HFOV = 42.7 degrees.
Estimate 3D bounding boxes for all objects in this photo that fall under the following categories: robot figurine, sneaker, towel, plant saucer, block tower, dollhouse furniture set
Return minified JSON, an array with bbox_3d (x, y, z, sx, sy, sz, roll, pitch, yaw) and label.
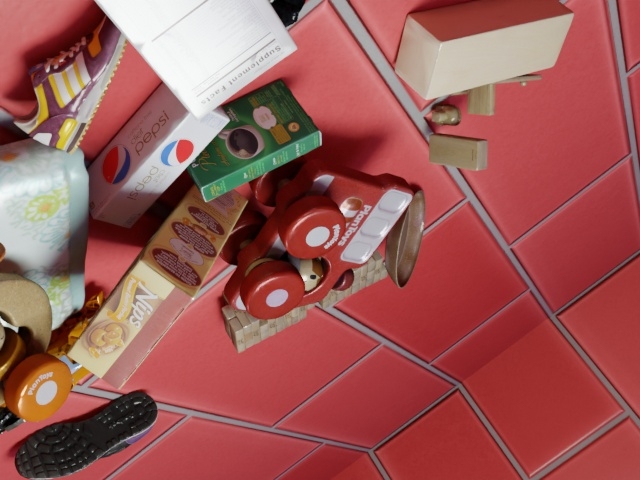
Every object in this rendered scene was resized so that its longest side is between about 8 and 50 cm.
[{"bbox_3d":[-0.442,0.199,1.267,0.291,0.211,0.085,-31,108,8],"label":"robot figurine"},{"bbox_3d":[-0.458,0.411,1.629,0.283,0.107,0.124,-19,154,-26],"label":"sneaker"},{"bbox_3d":[-0.454,0.044,1.033,0.321,0.090,0.374,-26,152,-33],"label":"towel"},{"bbox_3d":[-0.278,-0.191,0.918,0.084,0.069,0.185,24,101,-19],"label":"sneaker"},{"bbox_3d":[0.165,-0.005,1.617,0.198,0.036,0.198,12,90,-72],"label":"plant saucer"},{"bbox_3d":[-0.032,0.089,1.586,0.335,0.091,0.097,-26,151,-17],"label":"block tower"},{"bbox_3d":[0.280,-0.207,1.401,0.123,0.144,0.151,-13,109,-35],"label":"dollhouse furniture set"}]

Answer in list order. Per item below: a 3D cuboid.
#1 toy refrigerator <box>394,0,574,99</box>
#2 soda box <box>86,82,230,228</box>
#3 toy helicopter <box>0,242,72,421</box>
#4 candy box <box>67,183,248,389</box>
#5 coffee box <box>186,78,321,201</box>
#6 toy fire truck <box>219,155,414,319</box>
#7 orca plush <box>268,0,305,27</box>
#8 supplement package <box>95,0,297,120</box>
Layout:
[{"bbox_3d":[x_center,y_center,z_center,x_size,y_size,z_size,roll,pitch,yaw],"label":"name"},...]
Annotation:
[{"bbox_3d":[0.253,-0.311,1.270,0.270,0.094,0.102,-19,142,-27],"label":"toy refrigerator"},{"bbox_3d":[-0.224,-0.117,1.082,0.216,0.074,0.069,-44,150,16],"label":"soda box"},{"bbox_3d":[-0.456,0.137,0.914,0.355,0.140,0.235,-29,133,-46],"label":"toy helicopter"},{"bbox_3d":[-0.213,0.041,1.133,0.183,0.087,0.316,-49,-170,24],"label":"candy box"},{"bbox_3d":[-0.105,-0.140,1.135,0.184,0.113,0.040,-29,154,-13],"label":"coffee box"},{"bbox_3d":[-0.011,0.005,1.327,0.254,0.169,0.302,13,121,-38],"label":"toy fire truck"},{"bbox_3d":[-0.035,-0.296,0.973,0.287,0.102,0.151,-45,150,19],"label":"orca plush"},{"bbox_3d":[-0.153,-0.264,0.809,0.139,0.134,0.244,-35,137,3],"label":"supplement package"}]
